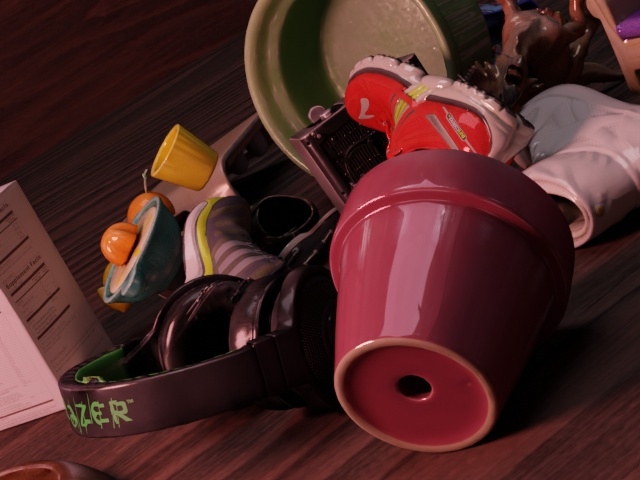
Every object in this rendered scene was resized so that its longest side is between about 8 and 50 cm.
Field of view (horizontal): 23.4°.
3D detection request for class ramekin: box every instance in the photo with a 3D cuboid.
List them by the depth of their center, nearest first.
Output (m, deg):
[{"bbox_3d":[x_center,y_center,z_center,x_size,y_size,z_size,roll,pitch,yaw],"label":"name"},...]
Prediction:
[{"bbox_3d":[0.069,-0.226,1.956,0.303,0.303,0.148,-15,12,38],"label":"ramekin"}]

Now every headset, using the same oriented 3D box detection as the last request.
[{"bbox_3d":[-0.062,0.067,1.435,0.394,0.185,0.243,-19,8,-37],"label":"headset"}]

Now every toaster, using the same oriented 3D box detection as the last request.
[{"bbox_3d":[0.081,-0.100,1.772,0.168,0.186,0.110,-38,14,-6],"label":"toaster"}]

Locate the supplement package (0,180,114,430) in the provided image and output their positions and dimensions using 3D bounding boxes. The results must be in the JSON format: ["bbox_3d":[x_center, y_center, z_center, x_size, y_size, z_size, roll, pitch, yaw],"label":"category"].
[{"bbox_3d":[-0.372,0.078,1.803,0.139,0.244,0.134,-19,18,26],"label":"supplement package"}]

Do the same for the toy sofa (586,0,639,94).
[{"bbox_3d":[0.437,-0.269,1.489,0.150,0.177,0.362,-38,19,-34],"label":"toy sofa"}]

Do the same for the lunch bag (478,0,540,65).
[{"bbox_3d":[0.166,-0.268,2.217,0.293,0.138,0.221,-30,15,-22],"label":"lunch bag"}]

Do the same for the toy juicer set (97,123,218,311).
[{"bbox_3d":[-0.226,0.033,1.785,0.209,0.089,0.329,-45,25,46],"label":"toy juicer set"}]

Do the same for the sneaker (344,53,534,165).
[{"bbox_3d":[0.093,-0.110,1.570,0.118,0.107,0.279,-58,31,-5],"label":"sneaker"}]

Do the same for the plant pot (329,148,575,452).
[{"bbox_3d":[0.093,0.060,1.230,0.201,0.201,0.180,-18,35,32],"label":"plant pot"}]

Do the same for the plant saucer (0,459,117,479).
[{"bbox_3d":[-0.328,0.292,1.426,0.310,0.050,0.310,-27,15,8],"label":"plant saucer"}]

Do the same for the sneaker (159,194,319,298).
[{"bbox_3d":[-0.108,-0.001,1.849,0.222,0.083,0.118,-27,-6,-1],"label":"sneaker"}]

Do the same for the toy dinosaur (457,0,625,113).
[{"bbox_3d":[0.246,-0.193,1.785,0.127,0.200,0.295,8,-8,35],"label":"toy dinosaur"}]

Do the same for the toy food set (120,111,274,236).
[{"bbox_3d":[-0.162,-0.068,2.241,0.219,0.092,0.306,-33,11,25],"label":"toy food set"}]

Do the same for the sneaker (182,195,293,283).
[{"bbox_3d":[-0.082,0.047,1.672,0.121,0.111,0.300,-10,35,6],"label":"sneaker"}]

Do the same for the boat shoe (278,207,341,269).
[{"bbox_3d":[0.000,0.000,1.816,0.125,0.038,0.046,-39,-12,-45],"label":"boat shoe"}]

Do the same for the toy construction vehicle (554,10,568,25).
[{"bbox_3d":[0.305,-0.303,2.261,0.098,0.035,0.086,-19,18,29],"label":"toy construction vehicle"}]

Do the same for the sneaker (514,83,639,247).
[{"bbox_3d":[0.227,-0.071,1.537,0.169,0.108,0.292,-30,17,-18],"label":"sneaker"}]
